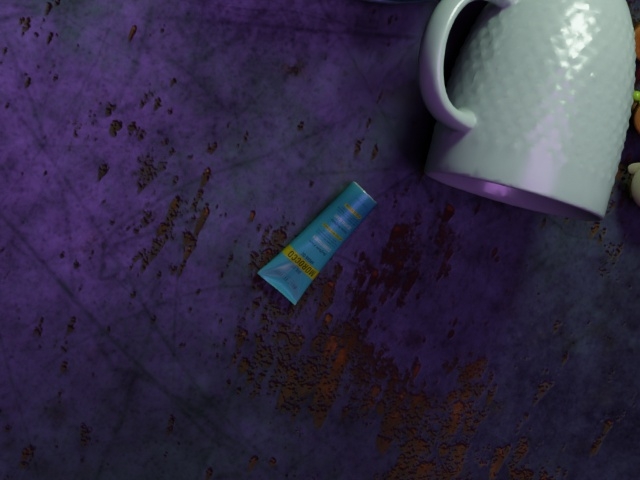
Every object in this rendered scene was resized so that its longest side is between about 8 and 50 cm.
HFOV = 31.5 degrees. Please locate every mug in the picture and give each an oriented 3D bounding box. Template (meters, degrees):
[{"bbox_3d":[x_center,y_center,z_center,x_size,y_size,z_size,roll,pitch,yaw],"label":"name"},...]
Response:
[{"bbox_3d":[0.291,-0.233,1.664,0.374,0.276,0.328,16,89,-36],"label":"mug"}]

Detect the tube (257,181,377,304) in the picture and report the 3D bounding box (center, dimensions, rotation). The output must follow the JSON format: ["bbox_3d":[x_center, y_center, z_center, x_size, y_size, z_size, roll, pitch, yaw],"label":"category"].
[{"bbox_3d":[0.000,0.000,1.765,0.080,0.052,0.207,42,93,-11],"label":"tube"}]

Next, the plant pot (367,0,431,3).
[{"bbox_3d":[0.110,-0.494,1.603,0.293,0.293,0.196,11,70,-17],"label":"plant pot"}]

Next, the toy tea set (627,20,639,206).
[{"bbox_3d":[0.600,-0.211,1.859,0.200,0.124,0.336,-4,102,23],"label":"toy tea set"}]
